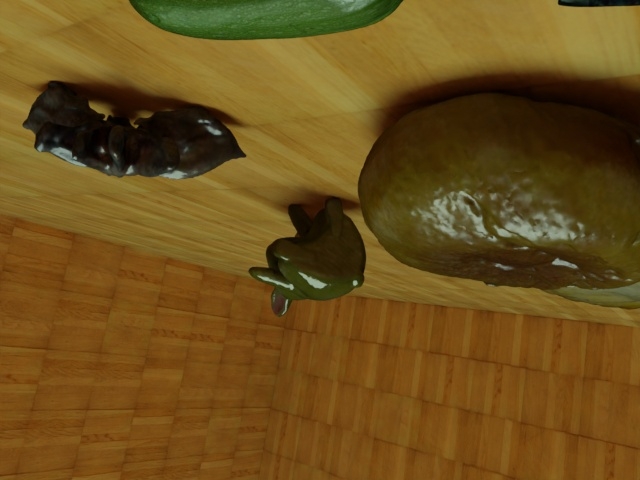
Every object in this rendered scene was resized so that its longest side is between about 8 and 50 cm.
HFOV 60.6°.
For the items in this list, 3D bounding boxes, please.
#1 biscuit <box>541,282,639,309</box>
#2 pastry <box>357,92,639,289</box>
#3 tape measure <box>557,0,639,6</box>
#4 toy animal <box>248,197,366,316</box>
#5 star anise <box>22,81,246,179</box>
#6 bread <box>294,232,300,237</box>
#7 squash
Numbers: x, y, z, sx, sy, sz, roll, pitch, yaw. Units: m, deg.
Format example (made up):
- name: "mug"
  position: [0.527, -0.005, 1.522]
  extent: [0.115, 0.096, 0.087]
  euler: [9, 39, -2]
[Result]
- name: "biscuit"
  position: [0.510, 0.032, 0.899]
  extent: [0.446, 0.103, 0.430]
  euler: [20, 163, -37]
- name: "pastry"
  position: [0.212, -0.039, 0.615]
  extent: [0.356, 0.163, 0.356]
  euler: [12, 172, 2]
- name: "tape measure"
  position: [0.229, -0.138, 0.218]
  extent: [0.331, 0.084, 0.164]
  euler: [8, 169, -9]
- name: "toy animal"
  position: [-0.051, 0.047, 1.131]
  extent: [0.180, 0.181, 0.363]
  euler: [45, 153, -14]
- name: "star anise"
  position: [-0.256, -0.133, 0.703]
  extent: [0.258, 0.110, 0.198]
  euler: [12, -172, 29]
- name: "bread"
  position: [0.000, 0.000, 1.298]
  extent: [0.114, 0.077, 0.189]
  euler: [31, 159, -10]
- name: "squash"
  position: [-0.032, -0.169, 0.354]
  extent: [0.219, 0.068, 0.077]
  euler: [4, 137, 26]
